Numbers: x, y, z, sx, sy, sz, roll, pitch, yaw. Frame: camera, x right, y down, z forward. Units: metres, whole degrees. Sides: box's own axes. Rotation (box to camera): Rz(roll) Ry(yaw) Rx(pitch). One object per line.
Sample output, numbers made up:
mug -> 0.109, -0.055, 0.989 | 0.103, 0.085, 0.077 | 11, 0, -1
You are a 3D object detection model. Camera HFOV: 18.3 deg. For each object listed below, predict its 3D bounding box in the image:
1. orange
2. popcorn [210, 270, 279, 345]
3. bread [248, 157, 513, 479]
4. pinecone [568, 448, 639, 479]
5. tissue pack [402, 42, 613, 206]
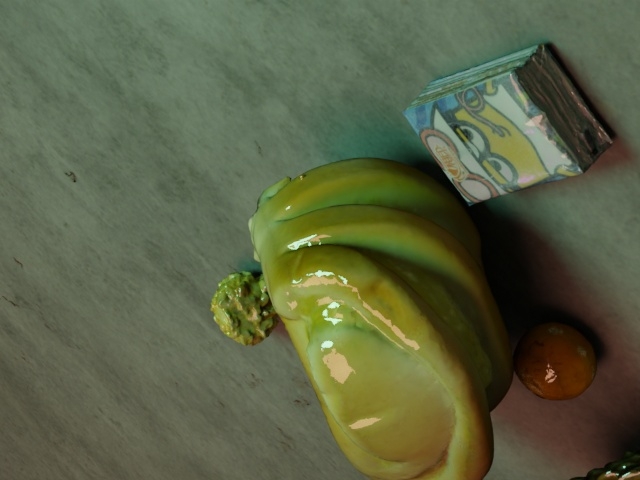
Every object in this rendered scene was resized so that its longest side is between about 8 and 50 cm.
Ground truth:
orange -> 0.228, 0.116, 1.923 | 0.083, 0.070, 0.083 | 39, 160, 17
popcorn -> -0.079, 0.074, 2.170 | 0.057, 0.083, 0.082 | -153, 62, -72
bread -> 0.077, 0.081, 1.874 | 0.316, 0.211, 0.270 | 63, -178, -33
pinecone -> 0.326, 0.335, 1.885 | 0.246, 0.292, 0.246 | -5, 151, -3
tissue pack -> 0.163, -0.099, 1.757 | 0.155, 0.065, 0.115 | -17, 114, 50
